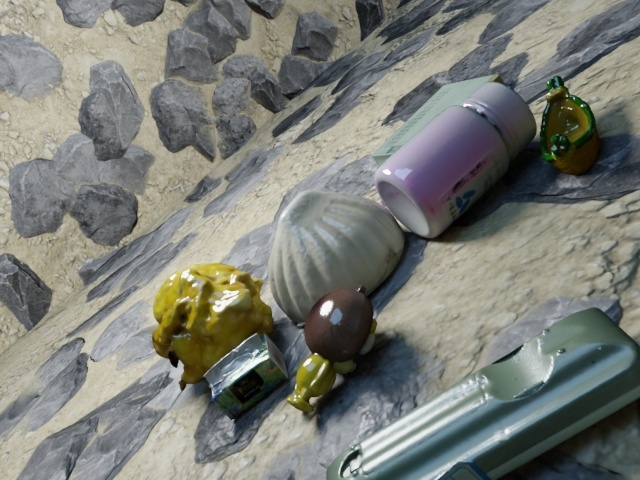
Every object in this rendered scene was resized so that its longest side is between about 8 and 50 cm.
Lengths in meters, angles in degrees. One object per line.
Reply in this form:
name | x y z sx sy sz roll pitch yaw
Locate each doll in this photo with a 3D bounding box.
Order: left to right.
doll | 0.015 0.149 0.911 0.188 0.096 0.145 -62 4 6

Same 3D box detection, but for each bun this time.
bun | 0.000 0.000 1.118 0.263 0.175 0.263 -31 20 13

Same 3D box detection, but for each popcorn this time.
popcorn | -0.195 0.133 1.133 0.253 0.190 0.191 -31 13 25

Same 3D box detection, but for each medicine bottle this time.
medicine bottle | 0.223 -0.134 1.069 0.254 0.152 0.152 -40 21 -11

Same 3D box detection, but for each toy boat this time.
toy boat | 0.373 -0.173 0.994 0.089 0.088 0.229 -25 24 31

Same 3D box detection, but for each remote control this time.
remote control | 0.148 0.178 0.638 0.335 0.066 0.128 -34 11 9

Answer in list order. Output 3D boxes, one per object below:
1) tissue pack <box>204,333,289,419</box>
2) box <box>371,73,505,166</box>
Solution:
tissue pack | -0.118 0.202 1.007 0.111 0.079 0.085 -36 22 2
box | 0.255 -0.259 1.429 0.270 0.045 0.211 -45 22 -19
